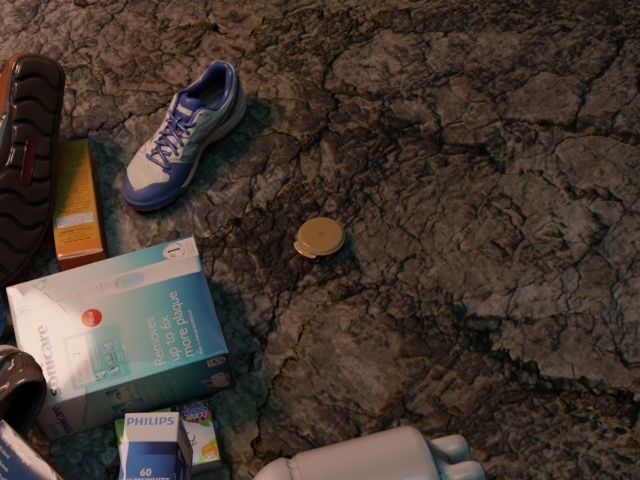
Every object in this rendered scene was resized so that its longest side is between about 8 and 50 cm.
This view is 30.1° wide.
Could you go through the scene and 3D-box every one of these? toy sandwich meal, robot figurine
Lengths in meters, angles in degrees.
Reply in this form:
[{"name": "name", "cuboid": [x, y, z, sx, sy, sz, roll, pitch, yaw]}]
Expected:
[{"name": "toy sandwich meal", "cuboid": [0.000, 0.000, 1.928, 0.085, 0.029, 0.085, 0, 53, 0]}, {"name": "robot figurine", "cuboid": [0.046, 0.368, 1.588, 0.353, 0.199, 0.300, -13, 18, -5]}]

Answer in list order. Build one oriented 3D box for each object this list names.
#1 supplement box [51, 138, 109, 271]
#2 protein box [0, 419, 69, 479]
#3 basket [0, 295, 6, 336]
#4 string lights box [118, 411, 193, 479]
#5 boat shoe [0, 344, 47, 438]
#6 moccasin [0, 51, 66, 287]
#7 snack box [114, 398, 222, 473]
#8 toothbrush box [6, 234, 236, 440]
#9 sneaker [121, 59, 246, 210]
[{"name": "supplement box", "cuboid": [-0.398, -0.053, 1.952, 0.080, 0.078, 0.233, -13, 58, -6]}, {"name": "protein box", "cuboid": [-0.404, 0.387, 1.557, 0.200, 0.136, 0.201, 35, 73, 29]}, {"name": "basket", "cuboid": [-0.561, 0.121, 1.754, 0.289, 0.255, 0.201, 21, 57, 37]}, {"name": "string lights box", "cuboid": [-0.217, 0.367, 1.537, 0.077, 0.133, 0.259, -2, 57, 3]}, {"name": "boat shoe", "cuboid": [-0.485, 0.304, 1.639, 0.095, 0.112, 0.335, 29, 90, 44]}, {"name": "moccasin", "cuboid": [-0.504, -0.112, 1.910, 0.139, 0.147, 0.380, 7, 83, -28]}, {"name": "snack box", "cuboid": [-0.222, 0.297, 1.743, 0.141, 0.037, 0.100, -13, 59, -5]}, {"name": "toothbrush box", "cuboid": [-0.299, 0.145, 1.793, 0.295, 0.126, 0.216, -16, 59, -6]}, {"name": "sneaker", "cuboid": [-0.239, -0.184, 1.997, 0.112, 0.131, 0.296, 27, 64, 17]}]
